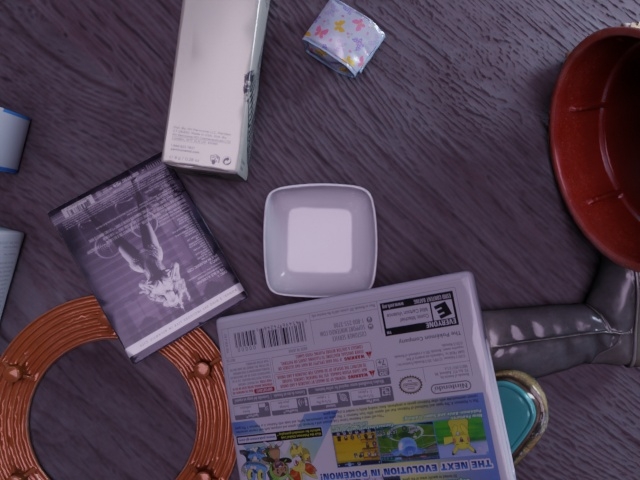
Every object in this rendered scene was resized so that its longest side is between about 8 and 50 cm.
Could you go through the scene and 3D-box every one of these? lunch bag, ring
[{"bbox_3d":[0.030,-0.254,0.809,0.083,0.053,0.071,33,87,9],"label":"lunch bag"},{"bbox_3d":[-0.270,0.237,0.813,0.337,0.032,0.336,0,89,-1],"label":"ring"}]

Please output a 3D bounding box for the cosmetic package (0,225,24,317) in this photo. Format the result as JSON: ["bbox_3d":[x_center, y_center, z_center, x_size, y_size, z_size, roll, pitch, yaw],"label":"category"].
[{"bbox_3d":[-0.478,0.056,0.749,0.151,0.151,0.183,15,90,0],"label":"cosmetic package"}]

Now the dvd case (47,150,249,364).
[{"bbox_3d":[-0.217,0.019,0.805,0.164,0.018,0.221,-30,86,-9],"label":"dvd case"}]

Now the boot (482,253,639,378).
[{"bbox_3d":[0.301,0.089,0.809,0.208,0.076,0.189,-3,88,6],"label":"boot"}]

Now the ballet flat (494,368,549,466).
[{"bbox_3d":[0.151,0.297,0.774,0.123,0.123,0.348,37,101,-1],"label":"ballet flat"}]

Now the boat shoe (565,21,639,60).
[{"bbox_3d":[0.395,-0.249,0.809,0.170,0.063,0.059,-22,96,0],"label":"boat shoe"}]

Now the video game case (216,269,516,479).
[{"bbox_3d":[0.045,0.211,0.742,0.329,0.036,0.300,-13,82,21],"label":"video game case"}]

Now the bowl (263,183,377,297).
[{"bbox_3d":[0.000,0.000,0.807,0.142,0.053,0.142,0,90,0],"label":"bowl"}]

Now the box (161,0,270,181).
[{"bbox_3d":[-0.122,-0.216,0.778,0.094,0.113,0.275,8,91,-1],"label":"box"}]

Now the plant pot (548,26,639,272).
[{"bbox_3d":[0.455,-0.126,0.721,0.265,0.272,0.272,-14,90,-10],"label":"plant pot"}]

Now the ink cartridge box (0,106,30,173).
[{"bbox_3d":[-0.475,-0.145,0.757,0.191,0.139,0.082,13,91,0],"label":"ink cartridge box"}]
